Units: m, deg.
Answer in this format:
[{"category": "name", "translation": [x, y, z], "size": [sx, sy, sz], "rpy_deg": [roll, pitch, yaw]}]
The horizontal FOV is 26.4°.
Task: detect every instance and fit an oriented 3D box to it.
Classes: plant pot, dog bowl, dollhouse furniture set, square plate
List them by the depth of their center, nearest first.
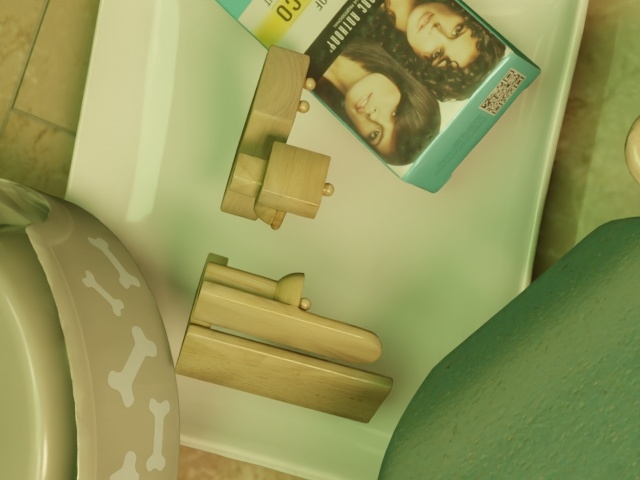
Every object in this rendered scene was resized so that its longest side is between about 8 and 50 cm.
[{"category": "plant pot", "translation": [0.173, 0.135, 0.680], "size": [0.247, 0.248, 0.252], "rpy_deg": [-43, 29, 15]}, {"category": "dollhouse furniture set", "translation": [0.000, 0.000, 0.807], "size": [0.123, 0.144, 0.151], "rpy_deg": [16, 59, -6]}, {"category": "square plate", "translation": [-0.014, -0.025, 0.896], "size": [0.344, 0.049, 0.347], "rpy_deg": [10, 90, 25]}, {"category": "dog bowl", "translation": [-0.229, 0.120, 0.905], "size": [0.348, 0.102, 0.349], "rpy_deg": [-2, 86, 42]}]

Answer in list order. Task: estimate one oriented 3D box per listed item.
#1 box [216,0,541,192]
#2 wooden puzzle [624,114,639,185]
[{"category": "box", "translation": [0.010, -0.147, 0.835], "size": [0.244, 0.060, 0.100], "rpy_deg": [45, 104, 21]}, {"category": "wooden puzzle", "translation": [0.292, -0.017, 0.683], "size": [0.238, 0.221, 0.044], "rpy_deg": [35, 132, 21]}]
